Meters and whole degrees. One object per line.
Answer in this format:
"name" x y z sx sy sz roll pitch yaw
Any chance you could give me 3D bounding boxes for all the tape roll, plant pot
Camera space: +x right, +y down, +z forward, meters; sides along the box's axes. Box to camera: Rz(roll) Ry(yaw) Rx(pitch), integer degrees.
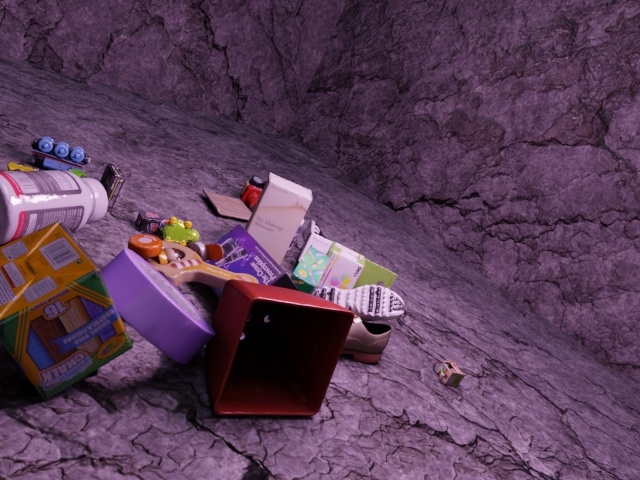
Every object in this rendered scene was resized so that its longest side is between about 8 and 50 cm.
"tape roll" -0.359 0.143 1.147 0.275 0.090 0.275 44 -9 9
"plant pot" -0.127 0.224 1.220 0.267 0.267 0.236 14 11 -34

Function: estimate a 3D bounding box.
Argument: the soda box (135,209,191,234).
"soda box" -0.514 -0.052 1.717 0.169 0.053 0.060 9 25 -40

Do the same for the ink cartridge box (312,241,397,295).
"ink cartridge box" 0.112 0.148 1.805 0.255 0.189 0.097 27 18 0

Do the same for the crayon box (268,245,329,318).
"crayon box" -0.061 0.140 1.631 0.081 0.165 0.278 30 19 0

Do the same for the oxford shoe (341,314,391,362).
"oxford shoe" 0.052 0.259 1.523 0.348 0.130 0.123 15 22 -31

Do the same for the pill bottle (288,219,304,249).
"pill bottle" -0.135 -0.021 1.955 0.094 0.169 0.094 23 20 -9

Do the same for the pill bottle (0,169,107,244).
"pill bottle" -0.723 -0.095 1.362 0.176 0.176 0.318 32 19 17

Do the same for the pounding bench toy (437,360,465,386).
"pounding bench toy" 0.407 0.423 1.682 0.083 0.052 0.065 18 20 -24

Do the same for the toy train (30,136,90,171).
"toy train" -0.875 -0.275 1.749 0.184 0.105 0.080 17 12 -27

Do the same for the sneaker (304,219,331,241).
"sneaker" 0.000 0.000 2.242 0.121 0.079 0.217 24 27 -18

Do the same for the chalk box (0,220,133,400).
"chalk box" -0.484 0.148 0.964 0.179 0.289 0.180 -31 51 -29

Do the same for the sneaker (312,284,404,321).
"sneaker" 0.121 0.208 1.626 0.292 0.118 0.110 2 52 22

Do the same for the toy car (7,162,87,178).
"toy car" -0.826 -0.182 1.651 0.239 0.053 0.225 28 18 2

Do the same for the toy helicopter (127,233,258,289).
"toy helicopter" -0.324 0.075 1.387 0.355 0.140 0.235 17 21 11

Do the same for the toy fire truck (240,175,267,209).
"toy fire truck" -0.218 -0.157 2.258 0.217 0.158 0.246 22 31 -29

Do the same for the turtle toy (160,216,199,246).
"turtle toy" -0.452 -0.022 1.686 0.130 0.095 0.066 16 0 -30

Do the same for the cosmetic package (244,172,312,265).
"cosmetic package" -0.164 -0.052 1.782 0.160 0.309 0.113 22 20 -12

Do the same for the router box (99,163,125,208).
"router box" -0.690 -0.178 1.710 0.038 0.122 0.092 14 22 -44

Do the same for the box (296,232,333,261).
"box" 0.018 0.059 1.949 0.181 0.119 0.182 25 -2 -4

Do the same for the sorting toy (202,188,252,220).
"sorting toy" -0.374 -0.134 2.159 0.208 0.038 0.193 16 21 -41

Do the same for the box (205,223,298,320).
"box" -0.217 0.100 1.482 0.261 0.184 0.103 42 -10 39
